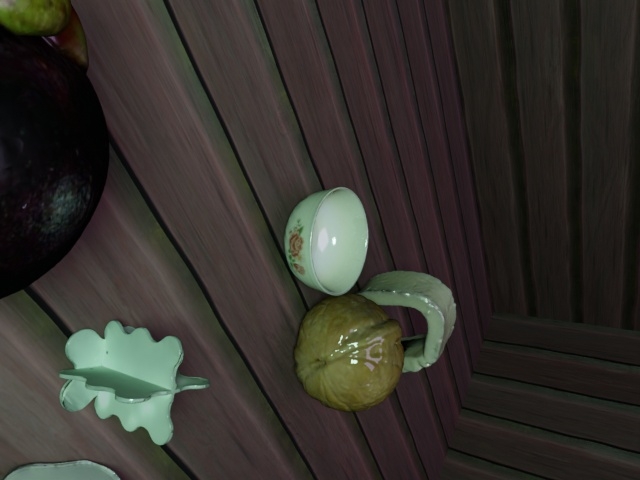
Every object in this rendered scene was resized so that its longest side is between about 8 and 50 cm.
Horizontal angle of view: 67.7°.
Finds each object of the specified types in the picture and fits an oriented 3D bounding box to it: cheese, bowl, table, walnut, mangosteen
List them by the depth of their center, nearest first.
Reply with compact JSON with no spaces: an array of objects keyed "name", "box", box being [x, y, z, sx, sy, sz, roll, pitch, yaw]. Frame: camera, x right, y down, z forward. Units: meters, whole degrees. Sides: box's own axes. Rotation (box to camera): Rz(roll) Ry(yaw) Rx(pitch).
[{"name":"mangosteen","box":[-0.372,-0.130,0.430,0.382,0.435,0.382,33,29,-21]},{"name":"table","box":[-0.296,0.224,0.769,0.166,0.198,0.167,-10,102,-56]},{"name":"bowl","box":[0.000,0.000,1.240,0.277,0.145,0.277,-7,98,-57]},{"name":"walnut","box":[0.082,0.292,1.276,0.332,0.332,0.333,-9,101,-56]},{"name":"cheese","box":[0.254,0.251,1.476,0.153,0.332,0.293,-34,108,-49]}]

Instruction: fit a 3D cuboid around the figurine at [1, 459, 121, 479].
[{"name":"figurine","box":[-0.412,0.440,0.700,0.141,0.166,0.250,-58,156,0]}]
